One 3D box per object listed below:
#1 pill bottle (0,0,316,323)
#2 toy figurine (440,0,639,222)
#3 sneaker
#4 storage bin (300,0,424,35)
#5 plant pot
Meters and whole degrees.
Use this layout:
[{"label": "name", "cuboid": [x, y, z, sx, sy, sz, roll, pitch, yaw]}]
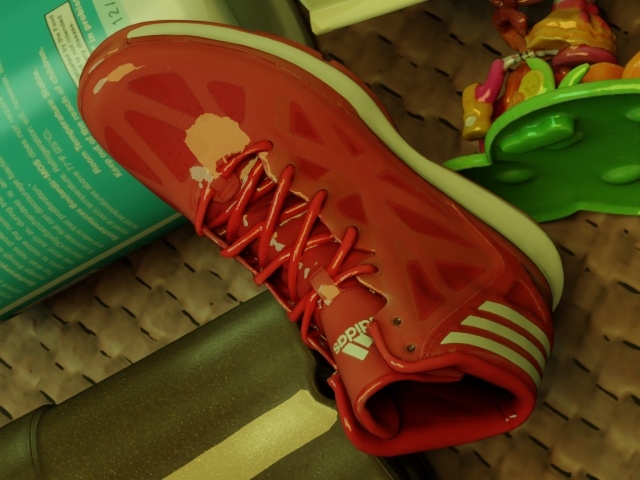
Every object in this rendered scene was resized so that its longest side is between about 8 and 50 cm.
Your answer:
[{"label": "pill bottle", "cuboid": [-0.139, -0.049, 0.786, 0.264, 0.146, 0.146, -28, 73, 17]}, {"label": "toy figurine", "cuboid": [0.123, -0.102, 0.720, 0.173, 0.130, 0.159, -17, 61, 45]}, {"label": "sneaker", "cuboid": [0.000, 0.000, 0.646, 0.221, 0.128, 0.087, 25, 120, -8]}, {"label": "storage bin", "cuboid": [0.082, -0.250, 0.681, 0.260, 0.123, 0.262, -15, 52, 21]}, {"label": "plant pot", "cuboid": [-0.046, 0.113, 0.726, 0.165, 0.167, 0.167, -33, 71, 7]}]
